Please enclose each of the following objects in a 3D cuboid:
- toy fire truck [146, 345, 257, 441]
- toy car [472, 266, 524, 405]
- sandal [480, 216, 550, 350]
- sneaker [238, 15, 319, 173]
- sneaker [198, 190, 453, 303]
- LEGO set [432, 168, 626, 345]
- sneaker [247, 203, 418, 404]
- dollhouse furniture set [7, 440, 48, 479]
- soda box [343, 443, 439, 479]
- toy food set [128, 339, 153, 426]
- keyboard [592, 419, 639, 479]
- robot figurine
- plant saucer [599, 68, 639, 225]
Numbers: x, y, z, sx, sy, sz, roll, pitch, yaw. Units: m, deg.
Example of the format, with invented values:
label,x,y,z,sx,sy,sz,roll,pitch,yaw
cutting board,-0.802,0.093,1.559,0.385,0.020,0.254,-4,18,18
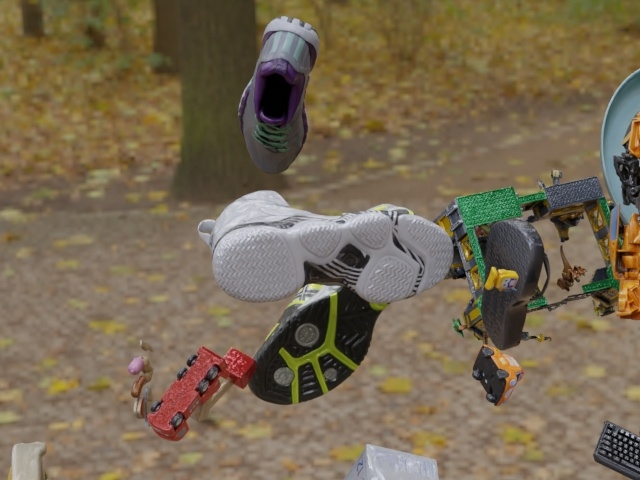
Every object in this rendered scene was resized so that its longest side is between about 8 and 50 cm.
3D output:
label,x,y,z,sx,sy,sz,roll,pitch,yaw
toy fire truck,-0.174,0.225,1.990,0.047,0.135,0.192,28,67,21
toy car,0.176,0.090,1.252,0.041,0.122,0.060,2,18,-25
sandal,0.244,0.047,1.670,0.055,0.097,0.254,-17,-27,-11
sneaker,-0.058,-0.139,1.499,0.083,0.223,0.098,14,48,4
sneaker,0.000,0.000,1.981,0.366,0.137,0.210,-3,18,-19
LEGO set,0.309,0.036,2.059,0.331,0.255,0.192,-20,-12,-21
sneaker,0.026,0.106,2.171,0.384,0.145,0.147,-47,18,0
dollhouse furniture set,-0.427,0.433,1.762,0.151,0.197,0.301,-3,53,-8
soda box,0.081,0.362,1.421,0.091,0.098,0.286,14,40,-18
toy food set,-0.271,0.215,2.018,0.019,0.122,0.078,-3,-18,11
keyboard,0.527,0.342,2.133,0.180,0.023,0.108,27,51,5
robot figurine,0.452,-0.042,1.699,0.211,0.291,0.085,-1,-6,44
plant saucer,0.523,-0.101,1.907,0.318,0.317,0.044,-9,-11,-24
